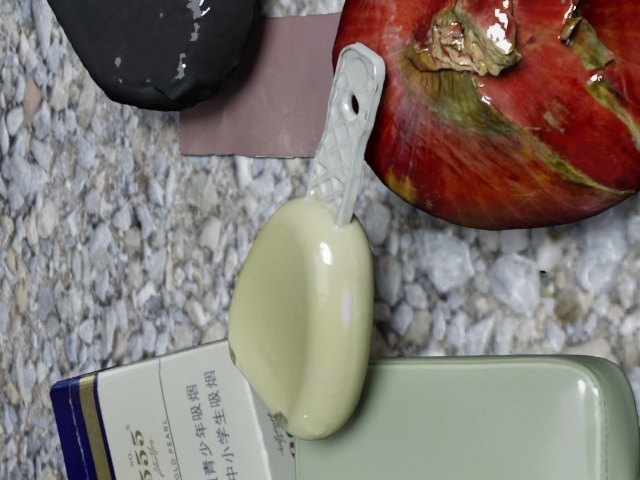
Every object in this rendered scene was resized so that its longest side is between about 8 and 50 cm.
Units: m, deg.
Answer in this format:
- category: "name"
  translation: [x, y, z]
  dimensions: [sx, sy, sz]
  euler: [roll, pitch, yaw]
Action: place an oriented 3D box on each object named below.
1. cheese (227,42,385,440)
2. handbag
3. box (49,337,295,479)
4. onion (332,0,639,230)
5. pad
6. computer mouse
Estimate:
- category: "cheese"
  translation: [0.000, 0.000, 0.561]
  dimensions: [0.127, 0.054, 0.251]
  euler: [45, 133, 42]
- category: "handbag"
  translation: [0.091, 0.185, 0.596]
  dimensions: [0.256, 0.079, 0.219]
  euler: [-5, 80, 38]
- category: "box"
  translation: [-0.123, 0.180, 0.782]
  dimensions: [0.259, 0.071, 0.168]
  euler: [-17, 84, 38]
- category: "onion"
  translation: [0.109, -0.123, 0.526]
  dimensions: [0.248, 0.161, 0.248]
  euler: [-16, 66, 40]
- category: "pad"
  translation: [-0.047, -0.124, 0.732]
  dimensions: [0.187, 0.006, 0.113]
  euler: [5, 97, 35]
- category: "computer mouse"
  translation: [-0.155, -0.255, 0.732]
  dimensions: [0.183, 0.116, 0.323]
  euler: [-30, 83, 35]
